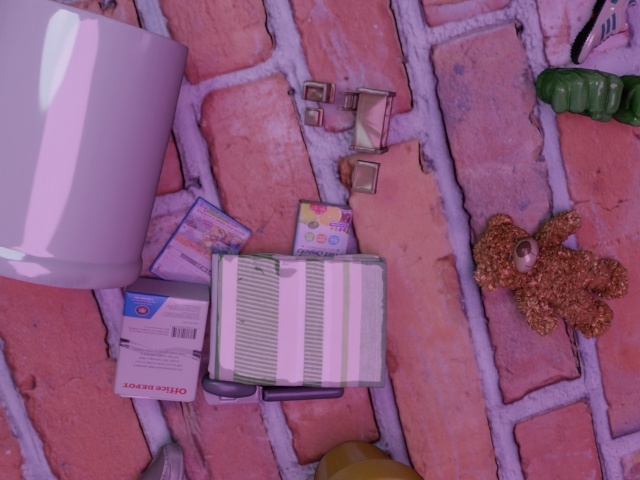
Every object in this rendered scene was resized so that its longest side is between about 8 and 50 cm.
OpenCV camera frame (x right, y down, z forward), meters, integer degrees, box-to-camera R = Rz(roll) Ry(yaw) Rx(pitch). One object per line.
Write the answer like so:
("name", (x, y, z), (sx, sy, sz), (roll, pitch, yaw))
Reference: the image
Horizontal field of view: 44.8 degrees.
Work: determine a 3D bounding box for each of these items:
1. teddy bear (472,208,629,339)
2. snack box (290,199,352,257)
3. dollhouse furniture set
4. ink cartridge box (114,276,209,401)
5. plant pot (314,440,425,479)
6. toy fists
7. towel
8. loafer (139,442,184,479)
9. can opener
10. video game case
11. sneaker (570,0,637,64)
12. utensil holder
("teddy bear", (0.464, 0.069, 1.520), (0.338, 0.113, 0.245), (42, 91, -16))
("snack box", (0.000, 0.000, 1.458), (0.100, 0.037, 0.141), (7, 102, -10))
("dollhouse furniture set", (0.042, -0.190, 1.413), (0.161, 0.101, 0.182), (11, 102, 13))
("ink cartridge box", (-0.289, 0.181, 1.416), (0.148, 0.086, 0.203), (8, 107, -11))
("plant pot", (0.088, 0.513, 1.488), (0.254, 0.239, 0.254), (-2, 103, -9))
("toy fists", (0.545, -0.266, 1.440), (0.279, 0.142, 0.096), (5, 102, -11))
("towel", (-0.040, 0.144, 1.422), (0.325, 0.038, 0.248), (2, 89, -6))
("loafer", (-0.351, 0.527, 1.480), (0.111, 0.112, 0.319), (21, 99, -22))
("can opener", (-0.088, 0.281, 1.486), (0.280, 0.093, 0.074), (-1, 102, -15))
("video game case", (-0.221, 0.019, 1.435), (0.119, 0.015, 0.166), (34, 95, -15))
("sneaker", (0.535, -0.394, 1.452), (0.075, 0.057, 0.161), (26, 94, -9))
("utensil holder", (-0.396, -0.156, 1.207), (0.327, 0.327, 0.385), (15, 98, -13))
